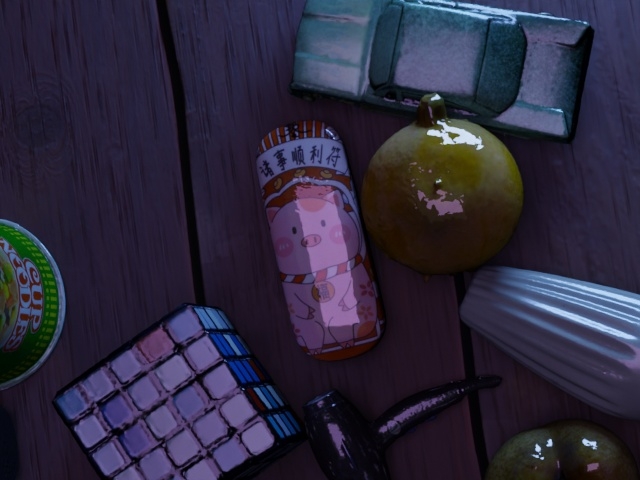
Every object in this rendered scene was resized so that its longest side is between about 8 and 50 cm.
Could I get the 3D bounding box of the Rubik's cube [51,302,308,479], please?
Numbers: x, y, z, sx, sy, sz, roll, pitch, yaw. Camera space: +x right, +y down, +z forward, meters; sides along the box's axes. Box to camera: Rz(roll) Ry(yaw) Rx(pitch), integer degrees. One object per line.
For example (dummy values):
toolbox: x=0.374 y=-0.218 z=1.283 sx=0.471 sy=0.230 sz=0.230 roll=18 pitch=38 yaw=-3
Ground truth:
Rubik's cube: x=-0.146 y=0.190 z=1.863 sx=0.187 sy=0.182 sz=0.184 roll=-34 pitch=81 yaw=5

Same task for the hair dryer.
hair dryer: x=0.109 y=0.215 z=1.886 sx=0.219 sy=0.075 sz=0.195 roll=-30 pitch=91 yaw=-1

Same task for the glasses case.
glasses case: x=0.000 y=0.000 z=1.910 sx=0.103 sy=0.067 sz=0.266 roll=-15 pitch=84 yaw=7

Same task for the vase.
vase: x=0.267 y=0.098 z=1.835 sx=0.248 sy=0.128 sz=0.128 roll=22 pitch=90 yaw=20

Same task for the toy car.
toy car: x=0.127 y=-0.200 z=1.889 sx=0.321 sy=0.097 sz=0.141 roll=11 pitch=87 yaw=10

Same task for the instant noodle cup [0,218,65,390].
instant noodle cup: x=-0.411 y=0.067 z=1.891 sx=0.207 sy=0.233 sz=0.207 roll=-1 pitch=86 yaw=11

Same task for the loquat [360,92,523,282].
loquat: x=0.127 y=-0.055 z=1.846 sx=0.172 sy=0.149 sz=0.204 roll=-5 pitch=102 yaw=20

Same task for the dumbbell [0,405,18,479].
dumbbell: x=-0.441 y=0.241 z=1.951 sx=0.191 sy=0.100 sz=0.100 roll=-7 pitch=85 yaw=9

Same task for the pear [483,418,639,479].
pear: x=0.249 y=0.265 z=1.812 sx=0.167 sy=0.136 sz=0.167 roll=-2 pitch=80 yaw=9
